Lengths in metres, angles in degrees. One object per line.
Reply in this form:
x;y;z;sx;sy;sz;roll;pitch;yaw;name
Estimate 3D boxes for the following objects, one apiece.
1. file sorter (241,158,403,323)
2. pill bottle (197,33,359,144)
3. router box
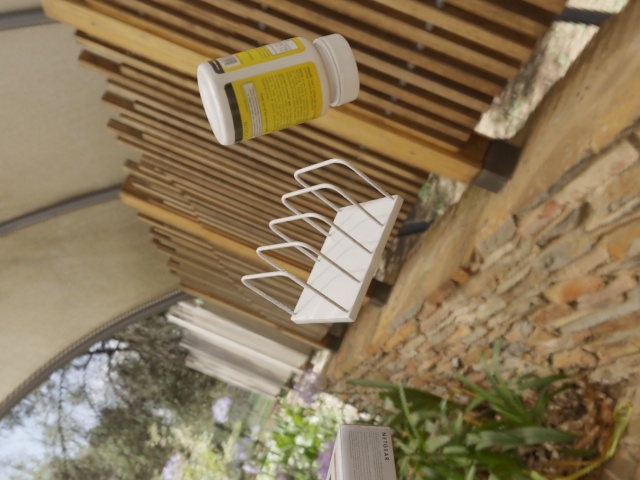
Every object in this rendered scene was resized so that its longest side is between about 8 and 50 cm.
0.000;0.000;1.441;0.193;0.173;0.277;-10;50;53;file sorter
-0.058;-0.219;1.039;0.119;0.209;0.119;161;90;-77;pill bottle
0.054;0.497;1.080;0.335;0.082;0.301;-93;10;-50;router box
